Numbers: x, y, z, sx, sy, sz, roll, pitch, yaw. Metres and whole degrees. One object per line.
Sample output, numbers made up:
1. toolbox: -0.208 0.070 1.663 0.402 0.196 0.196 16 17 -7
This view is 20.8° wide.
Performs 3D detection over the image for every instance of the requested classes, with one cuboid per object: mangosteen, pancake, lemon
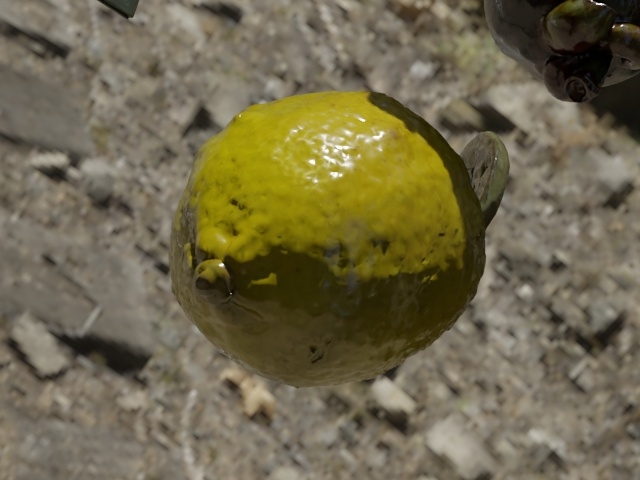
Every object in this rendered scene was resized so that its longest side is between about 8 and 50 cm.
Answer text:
1. mangosteen: 0.298 -0.256 1.966 0.228 0.228 0.265 24 45 -23
2. pancake: 0.138 0.001 1.804 0.042 0.236 0.222 24 -11 -7
3. lemon: 0.000 0.000 1.547 0.321 0.268 0.268 -15 57 -37

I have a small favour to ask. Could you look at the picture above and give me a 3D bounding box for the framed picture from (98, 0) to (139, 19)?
1. framed picture: -0.191 -0.339 1.449 0.197 0.014 0.252 31 71 -38
